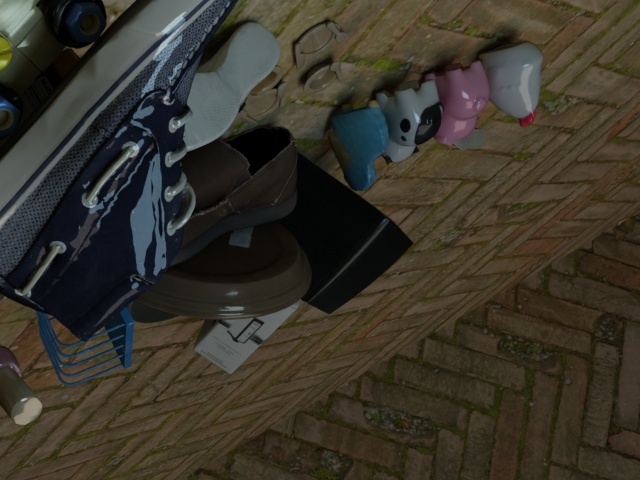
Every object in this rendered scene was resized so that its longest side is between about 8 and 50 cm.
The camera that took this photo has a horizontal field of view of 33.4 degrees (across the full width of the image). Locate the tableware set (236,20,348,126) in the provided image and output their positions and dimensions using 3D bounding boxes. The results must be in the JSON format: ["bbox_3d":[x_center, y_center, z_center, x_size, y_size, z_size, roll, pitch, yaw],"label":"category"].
[{"bbox_3d":[-0.036,-0.201,1.312,0.168,0.020,0.141,-32,163,-4],"label":"tableware set"}]

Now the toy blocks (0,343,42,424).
[{"bbox_3d":[-0.557,0.266,1.381,0.309,0.260,0.289,-6,117,-39],"label":"toy blocks"}]

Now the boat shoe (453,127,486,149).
[{"bbox_3d":[0.239,-0.179,1.811,0.125,0.038,0.046,-7,106,-55],"label":"boat shoe"}]

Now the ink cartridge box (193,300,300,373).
[{"bbox_3d":[-0.111,0.104,1.786,0.203,0.086,0.148,-47,-166,34],"label":"ink cartridge box"}]

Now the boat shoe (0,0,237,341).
[{"bbox_3d":[-0.146,-0.077,0.867,0.340,0.158,0.127,-47,-161,1],"label":"boat shoe"}]

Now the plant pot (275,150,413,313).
[{"bbox_3d":[0.000,0.000,1.555,0.167,0.187,0.188,-53,161,-1],"label":"plant pot"}]

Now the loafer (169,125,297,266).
[{"bbox_3d":[-0.160,-0.073,1.311,0.366,0.134,0.130,-26,137,-51],"label":"loafer"}]

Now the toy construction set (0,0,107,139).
[{"bbox_3d":[-0.276,-0.178,0.782,0.327,0.151,0.215,-39,140,2],"label":"toy construction set"}]

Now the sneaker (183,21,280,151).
[{"bbox_3d":[-0.127,-0.147,1.141,0.212,0.080,0.094,-46,-171,-37],"label":"sneaker"}]

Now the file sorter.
[{"bbox_3d":[-0.332,0.116,1.489,0.104,0.118,0.170,-22,160,-21],"label":"file sorter"}]

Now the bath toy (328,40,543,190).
[{"bbox_3d":[0.183,-0.186,1.554,0.348,0.129,0.151,-24,-166,-24],"label":"bath toy"}]

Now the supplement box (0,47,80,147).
[{"bbox_3d":[-0.270,-0.063,0.999,0.194,0.129,0.191,-31,-176,-4],"label":"supplement box"}]

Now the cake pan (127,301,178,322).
[{"bbox_3d":[-0.188,0.032,1.617,0.293,0.054,0.293,-30,162,-11],"label":"cake pan"}]

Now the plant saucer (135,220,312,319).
[{"bbox_3d":[-0.145,0.013,1.346,0.278,0.278,0.041,-15,125,-43],"label":"plant saucer"}]
